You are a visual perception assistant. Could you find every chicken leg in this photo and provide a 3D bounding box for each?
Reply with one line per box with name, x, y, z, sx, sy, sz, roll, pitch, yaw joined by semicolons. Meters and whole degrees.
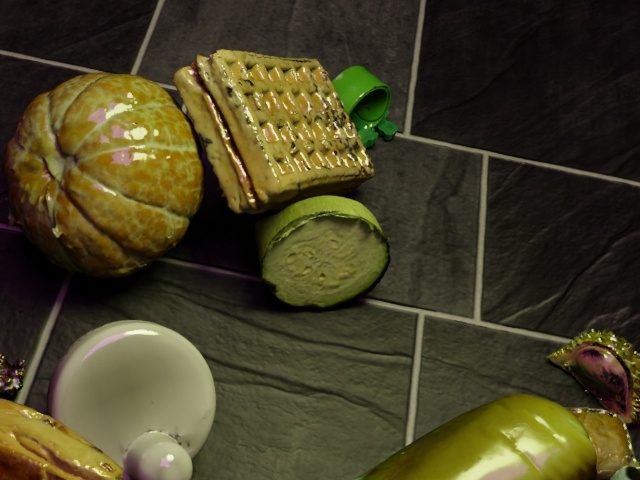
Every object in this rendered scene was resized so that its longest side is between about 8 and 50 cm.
chicken leg;-0.546;0.158;1.591;0.253;0.051;0.106;36;47;20

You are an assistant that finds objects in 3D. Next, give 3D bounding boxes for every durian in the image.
durian;0.481;0.196;1.718;0.119;0.108;0.186;-33;63;-32

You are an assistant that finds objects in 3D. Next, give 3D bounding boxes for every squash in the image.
squash;0.004;0.000;1.722;0.220;0.220;0.133;1;49;-10

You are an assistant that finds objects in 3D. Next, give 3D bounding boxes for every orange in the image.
orange;-0.340;-0.104;1.676;0.329;0.329;0.249;38;16;20

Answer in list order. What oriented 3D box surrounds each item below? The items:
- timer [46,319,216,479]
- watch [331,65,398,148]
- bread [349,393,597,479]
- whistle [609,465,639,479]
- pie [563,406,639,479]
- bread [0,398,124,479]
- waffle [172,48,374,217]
timer;-0.253;0.228;1.464;0.233;0.240;0.234;-1;91;-23
watch;0.068;-0.256;1.994;0.165;0.152;0.131;-31;59;-29
bread;0.189;0.352;1.425;0.376;0.251;0.208;-28;60;-17
whistle;0.557;0.480;1.458;0.404;0.168;0.188;31;52;9
pie;0.352;0.312;1.623;0.282;0.068;0.129;1;51;-11
bread;-0.381;0.333;1.373;0.235;0.210;0.099;27;14;16
waffle;-0.069;-0.184;1.768;0.261;0.114;0.376;62;27;6
